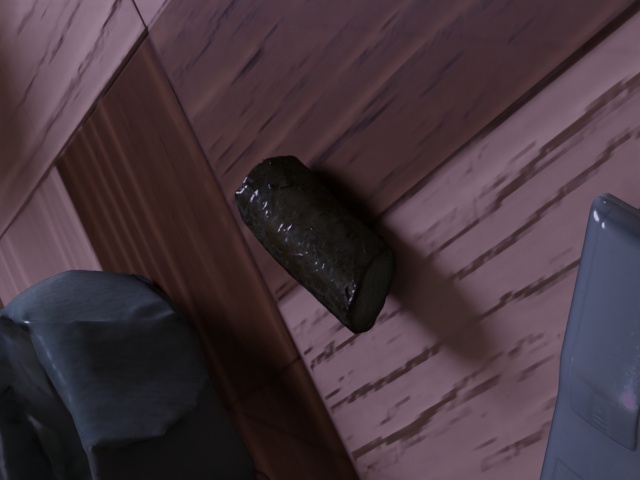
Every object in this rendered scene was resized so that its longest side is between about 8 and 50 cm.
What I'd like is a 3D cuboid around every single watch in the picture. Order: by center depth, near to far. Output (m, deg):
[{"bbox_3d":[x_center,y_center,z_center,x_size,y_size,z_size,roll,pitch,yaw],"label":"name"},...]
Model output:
[{"bbox_3d":[-0.120,0.151,0.801,0.241,0.162,0.253,50,140,39],"label":"watch"}]

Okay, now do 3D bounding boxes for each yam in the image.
[{"bbox_3d":[0.000,0.000,0.654,0.094,0.043,0.043,42,136,33],"label":"yam"}]

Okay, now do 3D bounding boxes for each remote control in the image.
[{"bbox_3d":[0.113,0.063,0.537,0.061,0.029,0.162,36,132,42],"label":"remote control"}]
